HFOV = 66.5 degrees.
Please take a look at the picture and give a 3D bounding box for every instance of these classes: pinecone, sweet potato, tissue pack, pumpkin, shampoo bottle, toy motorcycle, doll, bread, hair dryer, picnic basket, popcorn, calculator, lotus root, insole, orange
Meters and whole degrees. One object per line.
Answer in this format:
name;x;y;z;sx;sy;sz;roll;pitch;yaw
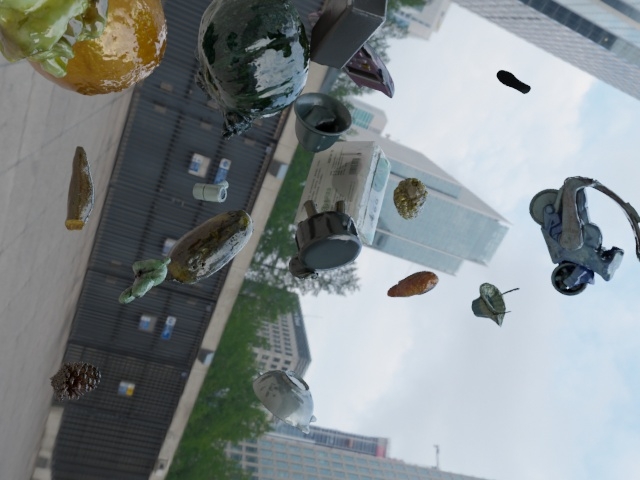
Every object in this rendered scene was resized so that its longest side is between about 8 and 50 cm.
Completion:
pinecone;-0.605;0.342;1.207;0.102;0.109;0.102;27;-53;44
sweet potato;-0.684;-0.147;1.404;0.077;0.077;0.244;176;-78;-72
tissue pack;0.085;-0.177;1.792;0.266;0.194;0.357;4;-114;28
pumpkin;-0.142;-0.430;1.137;0.197;0.263;0.293;-128;-157;-56
shampoo bottle;0.042;-0.411;0.950;0.246;0.079;0.080;165;-67;-69
toy motorcycle;0.713;-0.016;1.313;0.241;0.182;0.319;-17;-87;53
doll;-0.414;0.089;1.140;0.115;0.077;0.150;-37;-164;21
bread;0.384;0.185;2.063;0.269;0.139;0.095;-14;-82;57
hair dryer;-0.292;-0.146;1.386;0.137;0.082;0.047;-48;143;-65
picnic basket;0.305;0.113;0.852;0.083;0.083;0.065;-22;-166;41
popcorn;-0.390;-0.363;0.641;0.212;0.259;0.259;-49;-167;-12
calculator;0.082;-0.489;1.266;0.043;0.294;0.194;-52;-134;1
lotus root;-0.407;0.022;1.766;0.397;0.179;0.196;-42;178;-24
insole;0.641;-0.526;1.621;0.045;0.135;0.002;-57;-165;39
orange;-0.528;-0.507;1.108;0.293;0.340;0.341;77;15;-53

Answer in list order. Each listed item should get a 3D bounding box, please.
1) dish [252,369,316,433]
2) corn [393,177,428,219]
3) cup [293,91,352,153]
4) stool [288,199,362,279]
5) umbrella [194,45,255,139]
dish;-0.087;0.443;1.439;0.086;0.236;0.228;-53;165;5
corn;0.256;-0.111;1.389;0.320;0.097;0.097;23;84;-78
cup;-0.010;-0.369;1.623;0.150;0.199;0.199;116;-17;-50
stool;-0.006;-0.003;1.202;0.228;0.153;0.139;-29;-128;19
umbrella;-0.301;-0.456;1.446;0.143;0.094;0.349;-38;-113;20
